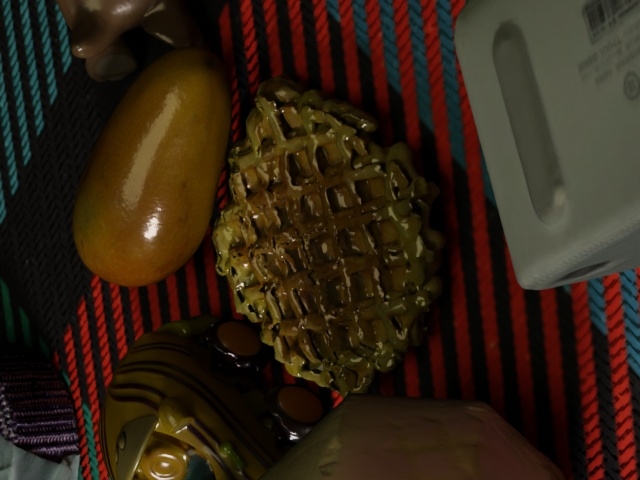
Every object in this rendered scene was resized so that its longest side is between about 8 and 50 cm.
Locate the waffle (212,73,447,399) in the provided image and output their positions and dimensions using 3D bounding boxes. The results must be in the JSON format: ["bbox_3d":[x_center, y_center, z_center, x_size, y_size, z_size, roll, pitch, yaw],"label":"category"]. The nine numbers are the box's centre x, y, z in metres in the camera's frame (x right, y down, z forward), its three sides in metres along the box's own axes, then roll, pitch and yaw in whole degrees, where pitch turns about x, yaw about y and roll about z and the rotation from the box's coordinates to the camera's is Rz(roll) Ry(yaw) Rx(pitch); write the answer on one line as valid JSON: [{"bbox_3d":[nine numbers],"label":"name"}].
[{"bbox_3d":[0.001,0.000,1.399,0.254,0.052,0.245,38,127,36],"label":"waffle"}]

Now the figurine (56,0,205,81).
[{"bbox_3d":[-0.231,-0.256,1.491,0.177,0.173,0.247,-11,92,48],"label":"figurine"}]

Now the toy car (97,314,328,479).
[{"bbox_3d":[-0.104,0.186,1.492,0.248,0.142,0.200,45,129,29],"label":"toy car"}]

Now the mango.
[{"bbox_3d":[-0.137,-0.056,1.479,0.138,0.113,0.253,-94,26,-47],"label":"mango"}]

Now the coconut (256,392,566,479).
[{"bbox_3d":[0.048,0.228,1.254,0.259,0.259,0.259,15,111,44],"label":"coconut"}]

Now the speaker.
[{"bbox_3d":[0.235,-0.121,0.969,0.406,0.183,0.184,-39,65,60],"label":"speaker"}]

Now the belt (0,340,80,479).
[{"bbox_3d":[-0.366,0.252,1.787,0.260,0.122,0.325,43,114,29],"label":"belt"}]
